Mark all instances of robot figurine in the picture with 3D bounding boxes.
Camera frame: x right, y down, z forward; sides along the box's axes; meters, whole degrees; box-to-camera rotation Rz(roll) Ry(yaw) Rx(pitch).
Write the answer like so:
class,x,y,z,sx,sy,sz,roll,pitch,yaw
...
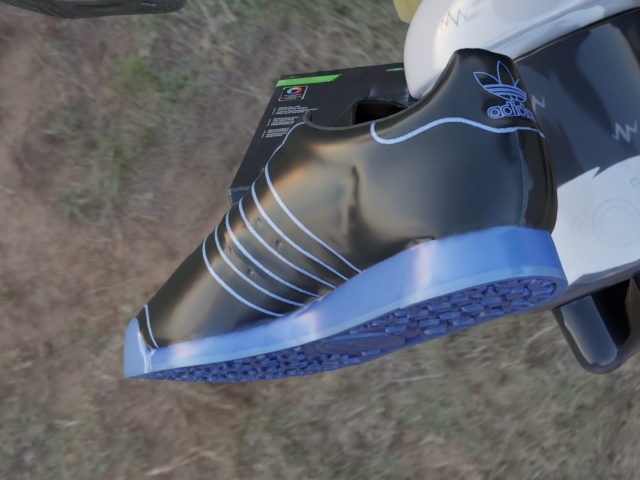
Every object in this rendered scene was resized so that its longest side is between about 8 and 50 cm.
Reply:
class,x,y,z,sx,sy,sz,roll,pitch,yaw
robot figurine,0.165,-0.061,0.927,0.209,0.173,0.278,-24,87,-8

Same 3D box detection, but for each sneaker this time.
class,x,y,z,sx,sy,sz,roll,pitch,yaw
sneaker,-0.230,-0.287,1.410,0.227,0.087,0.130,0,80,25
sneaker,0.000,0.000,0.571,0.232,0.081,0.091,-20,70,44

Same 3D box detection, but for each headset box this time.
class,x,y,z,sx,sy,sz,roll,pitch,yaw
headset box,0.068,-0.067,1.386,0.246,0.283,0.131,-5,118,13

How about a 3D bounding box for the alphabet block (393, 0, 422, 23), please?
class,x,y,z,sx,sy,sz,roll,pitch,yaw
alphabet block,0.172,-0.329,1.428,0.192,0.197,0.193,-35,34,-23
